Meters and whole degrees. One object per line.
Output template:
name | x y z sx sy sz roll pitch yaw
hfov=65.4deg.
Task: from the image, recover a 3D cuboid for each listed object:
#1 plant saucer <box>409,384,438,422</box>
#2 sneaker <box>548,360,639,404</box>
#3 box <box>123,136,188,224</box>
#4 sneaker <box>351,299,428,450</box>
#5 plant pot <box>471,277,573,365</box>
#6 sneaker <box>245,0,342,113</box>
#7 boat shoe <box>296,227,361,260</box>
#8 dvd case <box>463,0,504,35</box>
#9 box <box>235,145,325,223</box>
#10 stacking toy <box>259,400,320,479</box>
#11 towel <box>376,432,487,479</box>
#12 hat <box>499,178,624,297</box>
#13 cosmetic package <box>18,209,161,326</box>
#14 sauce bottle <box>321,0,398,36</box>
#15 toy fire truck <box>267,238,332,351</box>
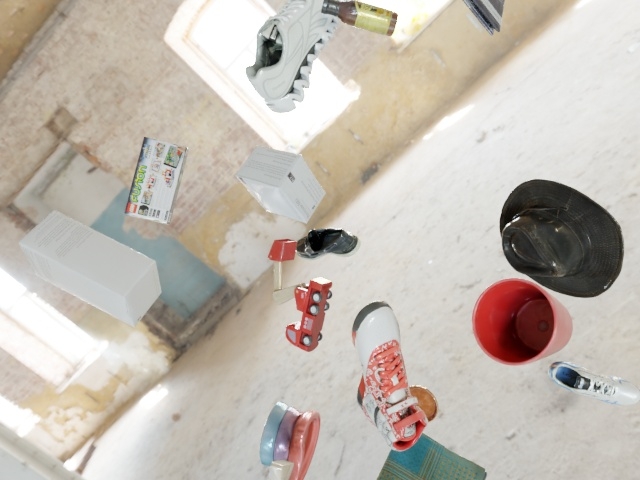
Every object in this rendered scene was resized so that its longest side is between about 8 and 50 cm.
plant saucer | 0.212 0.348 1.064 0.083 0.084 0.013 -37 -11 33
sneaker | 0.771 0.411 1.415 0.086 0.237 0.085 -5 -74 -60
box | -0.424 -0.154 1.294 0.036 0.114 0.207 142 141 -83
sneaker | 0.125 0.239 0.851 0.090 0.270 0.145 -17 36 -21
plant pot | 0.672 0.268 1.610 0.274 0.243 0.275 -15 69 44
sneaker | -0.049 -0.391 0.929 0.110 0.118 0.292 15 82 37
boat shoe | -0.001 0.004 1.971 0.339 0.113 0.127 3 60 48
dvd case | 0.204 -0.410 0.652 0.018 0.164 0.222 -3 70 47
box | -0.112 -0.162 1.442 0.181 0.181 0.119 19 69 35
stacking toy | -0.111 0.488 0.985 0.279 0.130 0.309 3 -83 -74
towel | 0.280 0.726 1.384 0.370 0.271 0.040 -47 -25 -41
hat | 0.547 0.015 1.223 0.133 0.332 0.331 -23 0 -29
cosmetic package | -0.683 0.087 1.504 0.155 0.365 0.197 -60 -7 -37
sauce bottle | 0.065 -0.379 0.837 0.042 0.128 0.042 -167 90 -84
toy fire truck | -0.048 0.104 0.965 0.047 0.135 0.192 -6 -69 -59
